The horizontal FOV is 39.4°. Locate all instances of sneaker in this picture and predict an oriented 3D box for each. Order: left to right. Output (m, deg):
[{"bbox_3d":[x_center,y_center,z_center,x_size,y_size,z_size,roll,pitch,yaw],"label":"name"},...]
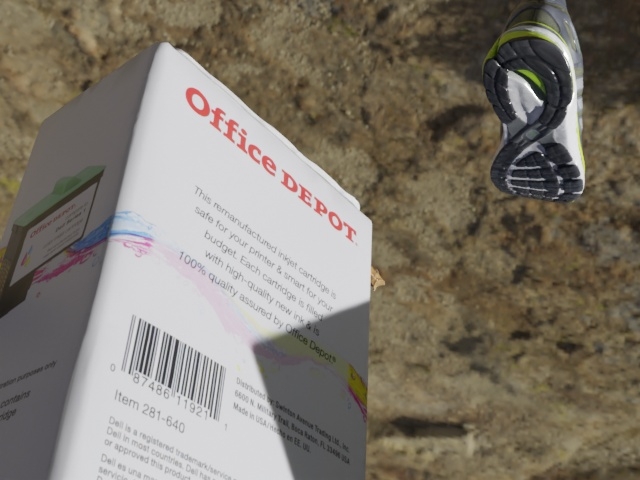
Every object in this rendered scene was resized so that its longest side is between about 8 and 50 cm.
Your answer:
[{"bbox_3d":[0.250,-0.148,0.989,0.111,0.121,0.300,12,151,20],"label":"sneaker"}]

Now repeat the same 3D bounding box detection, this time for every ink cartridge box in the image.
[{"bbox_3d":[-0.075,0.063,0.495,0.117,0.278,0.201,-24,135,31],"label":"ink cartridge box"}]

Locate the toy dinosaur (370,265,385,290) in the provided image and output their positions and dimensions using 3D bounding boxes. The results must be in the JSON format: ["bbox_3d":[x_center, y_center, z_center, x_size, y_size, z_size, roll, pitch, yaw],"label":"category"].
[{"bbox_3d":[0.000,0.000,1.084,0.211,0.112,0.064,20,118,-34],"label":"toy dinosaur"}]
